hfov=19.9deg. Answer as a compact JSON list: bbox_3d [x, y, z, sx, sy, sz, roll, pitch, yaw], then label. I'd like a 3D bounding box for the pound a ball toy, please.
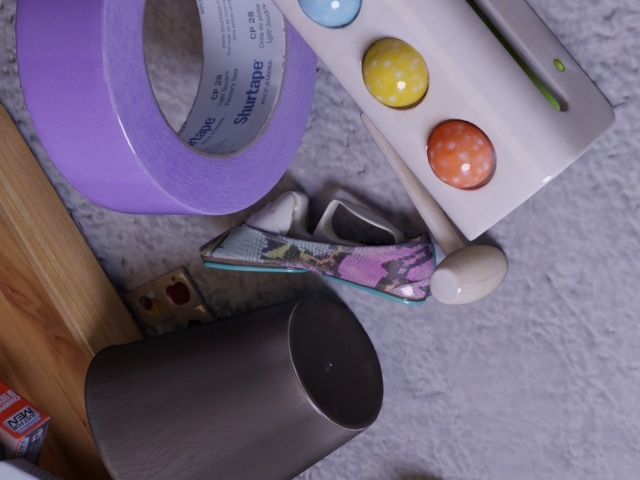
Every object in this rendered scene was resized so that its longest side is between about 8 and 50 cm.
[{"bbox_3d":[0.070,-0.105,1.424,0.319,0.136,0.208,52,131,1],"label":"pound a ball toy"}]

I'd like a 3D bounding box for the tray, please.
[{"bbox_3d":[-0.281,0.089,1.796,0.203,0.076,0.411,-27,95,42],"label":"tray"}]

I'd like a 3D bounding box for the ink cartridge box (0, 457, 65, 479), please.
[{"bbox_3d":[-0.292,0.387,1.737,0.330,0.071,0.324,28,92,-1],"label":"ink cartridge box"}]

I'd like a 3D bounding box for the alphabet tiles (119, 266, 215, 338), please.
[{"bbox_3d":[-0.164,0.146,1.801,0.237,0.009,0.198,-23,100,40],"label":"alphabet tiles"}]

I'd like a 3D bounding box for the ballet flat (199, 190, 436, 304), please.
[{"bbox_3d":[0.000,0.000,1.578,0.222,0.077,0.079,10,101,25],"label":"ballet flat"}]

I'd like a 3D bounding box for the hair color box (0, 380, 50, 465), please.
[{"bbox_3d":[-0.353,0.172,1.809,0.167,0.053,0.093,32,128,18],"label":"hair color box"}]

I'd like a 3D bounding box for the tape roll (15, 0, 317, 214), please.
[{"bbox_3d":[-0.113,-0.157,1.427,0.090,0.275,0.274,1,114,34],"label":"tape roll"}]

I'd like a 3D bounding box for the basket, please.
[{"bbox_3d":[-0.070,0.146,1.641,0.227,0.154,0.204,-28,99,33],"label":"basket"}]
